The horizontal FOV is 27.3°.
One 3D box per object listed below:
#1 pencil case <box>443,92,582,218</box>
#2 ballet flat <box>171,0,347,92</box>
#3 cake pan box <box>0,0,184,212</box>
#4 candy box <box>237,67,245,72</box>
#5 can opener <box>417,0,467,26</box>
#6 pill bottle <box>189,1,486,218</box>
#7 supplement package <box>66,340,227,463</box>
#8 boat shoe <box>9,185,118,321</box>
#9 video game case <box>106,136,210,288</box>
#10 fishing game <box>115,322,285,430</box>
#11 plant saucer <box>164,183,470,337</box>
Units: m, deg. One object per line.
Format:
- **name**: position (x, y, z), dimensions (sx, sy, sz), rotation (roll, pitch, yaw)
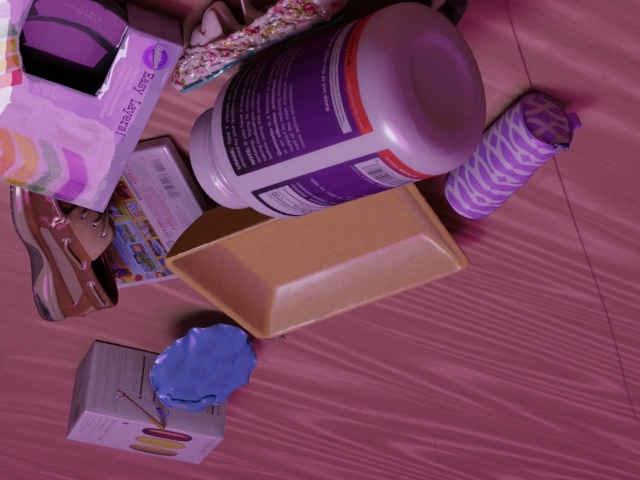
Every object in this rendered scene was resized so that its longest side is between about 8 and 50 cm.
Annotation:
- **pencil case**: position (0.237, -0.105, 1.658), dimensions (0.088, 0.086, 0.206), rotation (-7, 158, -33)
- **ballet flat**: position (-0.080, -0.243, 1.472), dimensions (0.241, 0.091, 0.077), rotation (-21, 111, 27)
- **cake pan box**: position (-0.313, -0.180, 1.511), dimensions (0.245, 0.070, 0.267), rotation (18, 122, -25)
- **candy box**: position (-0.066, -0.135, 1.656), dimensions (0.109, 0.053, 0.187), rotation (7, 150, -9)
- **can opener**: position (0.115, -0.256, 1.444), dimensions (0.093, 0.074, 0.280), rotation (37, 146, 9)
- **pill bottle**: position (0.008, -0.129, 1.438), dimensions (0.323, 0.182, 0.181), rotation (-15, 146, 42)
- **supplement package**: position (-0.295, 0.282, 2.272), dimensions (0.244, 0.134, 0.139), rotation (14, 147, -18)
- **boat shoe**: position (-0.329, -0.024, 1.741), dimensions (0.119, 0.123, 0.324), rotation (-2, 137, 0)
- **video game case**: position (-0.252, -0.032, 1.806), dimensions (0.206, 0.026, 0.227), rotation (-10, 130, 20)
- **fishing game**: position (-0.190, 0.202, 2.146), dimensions (0.264, 0.041, 0.189), rotation (-40, 135, 7)
- **plant saucer**: position (0.000, 0.000, 1.772), dimensions (0.332, 0.081, 0.333), rotation (-20, 152, 14)
